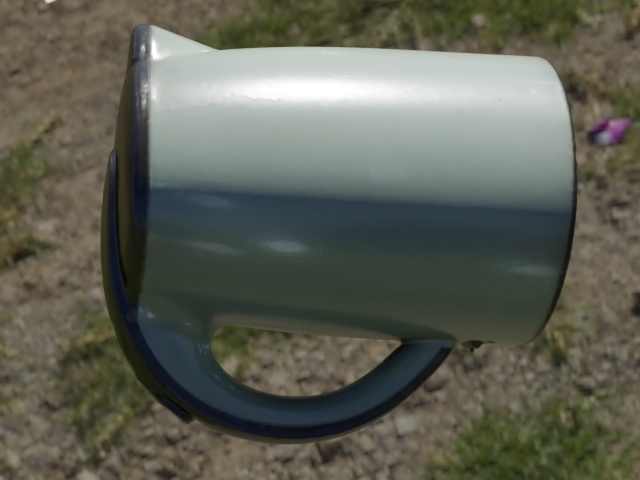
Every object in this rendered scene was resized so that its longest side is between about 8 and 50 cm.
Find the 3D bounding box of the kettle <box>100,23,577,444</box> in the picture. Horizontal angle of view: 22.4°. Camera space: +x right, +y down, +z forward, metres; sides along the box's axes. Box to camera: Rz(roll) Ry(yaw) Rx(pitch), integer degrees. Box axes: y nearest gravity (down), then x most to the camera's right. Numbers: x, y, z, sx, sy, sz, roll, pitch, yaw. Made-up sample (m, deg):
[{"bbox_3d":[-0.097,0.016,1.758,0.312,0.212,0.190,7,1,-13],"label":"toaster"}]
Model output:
[{"bbox_3d":[0.000,0.000,0.876,0.237,0.221,0.161,3,-2,-11],"label":"kettle"}]
